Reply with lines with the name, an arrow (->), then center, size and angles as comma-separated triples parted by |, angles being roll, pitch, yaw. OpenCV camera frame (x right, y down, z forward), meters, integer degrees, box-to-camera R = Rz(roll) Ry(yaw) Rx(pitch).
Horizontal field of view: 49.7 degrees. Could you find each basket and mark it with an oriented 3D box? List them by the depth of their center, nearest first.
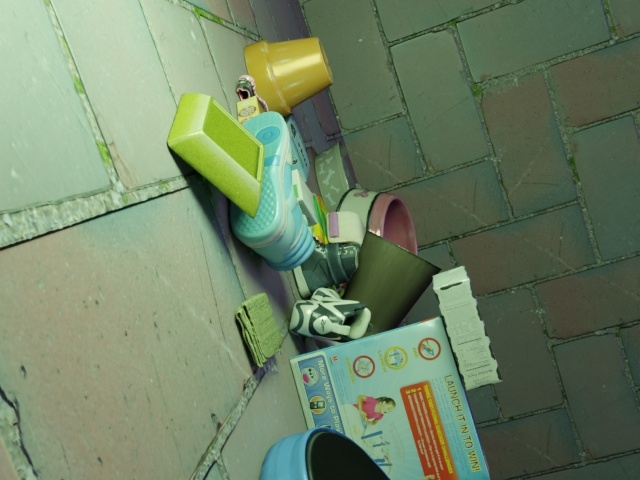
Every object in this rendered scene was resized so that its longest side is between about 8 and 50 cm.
basket -> 0.140, 0.118, 1.613 | 0.204, 0.226, 0.154 | 30, 2, 27

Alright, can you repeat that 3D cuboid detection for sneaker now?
sneaker -> -0.089, -0.081, 1.345 | 0.208, 0.127, 0.318 | 57, 28, -50
sneaker -> 0.044, 0.163, 1.454 | 0.235, 0.153, 0.094 | 10, 94, -73
sneaker -> 0.001, 0.000, 1.566 | 0.086, 0.164, 0.226 | -39, 110, -77
sneaker -> -0.161, -0.317, 1.586 | 0.119, 0.047, 0.057 | 60, 31, -37

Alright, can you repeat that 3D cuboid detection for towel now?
towel -> -0.102, 0.146, 1.159 | 0.148, 0.027, 0.110 | -34, 105, -78

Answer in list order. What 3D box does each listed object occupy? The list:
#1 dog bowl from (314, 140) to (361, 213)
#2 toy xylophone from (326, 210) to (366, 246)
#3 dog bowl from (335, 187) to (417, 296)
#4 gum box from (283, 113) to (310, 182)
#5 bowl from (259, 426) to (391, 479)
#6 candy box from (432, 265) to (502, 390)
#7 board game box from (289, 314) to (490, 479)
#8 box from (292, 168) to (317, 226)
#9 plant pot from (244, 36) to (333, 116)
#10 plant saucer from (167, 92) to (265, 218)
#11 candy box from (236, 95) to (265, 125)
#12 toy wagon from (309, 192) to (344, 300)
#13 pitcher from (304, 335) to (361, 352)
dog bowl -> 0.076, -0.163, 2.390 | 0.349, 0.102, 0.348 | -17, 90, -80
toy xylophone -> 0.104, 0.074, 1.826 | 0.236, 0.081, 0.322 | -89, 160, -55
dog bowl -> 0.188, 0.030, 2.187 | 0.408, 0.151, 0.407 | 19, 68, -62
gum box -> -0.076, -0.254, 1.909 | 0.184, 0.041, 0.156 | -83, 154, -68
bowl -> 0.065, 0.452, 1.032 | 0.391, 0.077, 0.391 | 49, 11, -13
candy box -> 0.271, 0.159, 1.291 | 0.165, 0.070, 0.196 | -37, 108, -80
board game box -> 0.129, 0.329, 1.308 | 0.086, 0.302, 0.308 | 23, 51, -77
box -> -0.072, -0.078, 1.469 | 0.102, 0.101, 0.087 | 59, 16, -52
plant pot -> -0.074, -0.442, 1.813 | 0.205, 0.188, 0.205 | -17, 90, -79
plant saucer -> -0.155, -0.154, 1.139 | 0.188, 0.045, 0.188 | 42, 24, -27
candy box -> -0.134, -0.211, 1.508 | 0.109, 0.053, 0.186 | 57, 17, -53
toy wagon -> 0.000, 0.039, 1.753 | 0.344, 0.068, 0.267 | -97, 165, -45
pitcher -> 0.048, 0.268, 1.541 | 0.177, 0.125, 0.207 | 59, 20, 7
